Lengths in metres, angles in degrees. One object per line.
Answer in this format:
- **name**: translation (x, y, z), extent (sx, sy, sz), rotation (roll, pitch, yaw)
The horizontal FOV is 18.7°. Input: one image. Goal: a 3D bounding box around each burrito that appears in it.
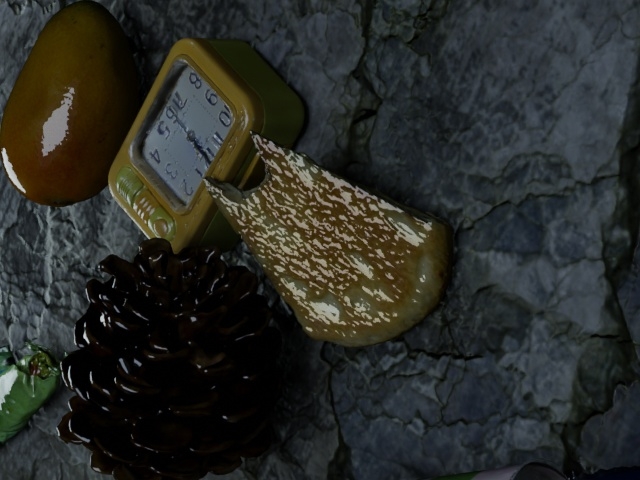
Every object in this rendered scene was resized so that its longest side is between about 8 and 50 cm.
- **burrito**: translation (-0.386, 0.188, 2.252), extent (0.288, 0.054, 0.104), rotation (-38, 67, 39)

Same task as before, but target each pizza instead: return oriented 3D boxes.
- **pizza**: translation (0.000, 0.000, 1.859), extent (0.262, 0.034, 0.181), rotation (34, 119, 13)

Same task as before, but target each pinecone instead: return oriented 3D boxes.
- **pinecone**: translation (-0.143, 0.125, 1.913), extent (0.224, 0.224, 0.272), rotation (47, 138, 29)

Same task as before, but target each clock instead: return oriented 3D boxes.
- **clock**: translation (-0.117, -0.092, 1.959), extent (0.143, 0.096, 0.202), rotation (49, 122, 31)

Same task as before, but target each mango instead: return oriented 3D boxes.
- **mango**: translation (-0.262, -0.141, 2.066), extent (0.151, 0.120, 0.221), rotation (34, 108, 36)

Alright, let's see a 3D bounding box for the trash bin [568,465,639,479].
- **trash bin**: translation (0.322, 0.261, 1.564), extent (0.234, 0.184, 0.162), rotation (9, 100, 52)

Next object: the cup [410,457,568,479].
- **cup**: translation (0.096, 0.315, 1.716), extent (0.274, 0.253, 0.253), rotation (-20, 81, 34)
